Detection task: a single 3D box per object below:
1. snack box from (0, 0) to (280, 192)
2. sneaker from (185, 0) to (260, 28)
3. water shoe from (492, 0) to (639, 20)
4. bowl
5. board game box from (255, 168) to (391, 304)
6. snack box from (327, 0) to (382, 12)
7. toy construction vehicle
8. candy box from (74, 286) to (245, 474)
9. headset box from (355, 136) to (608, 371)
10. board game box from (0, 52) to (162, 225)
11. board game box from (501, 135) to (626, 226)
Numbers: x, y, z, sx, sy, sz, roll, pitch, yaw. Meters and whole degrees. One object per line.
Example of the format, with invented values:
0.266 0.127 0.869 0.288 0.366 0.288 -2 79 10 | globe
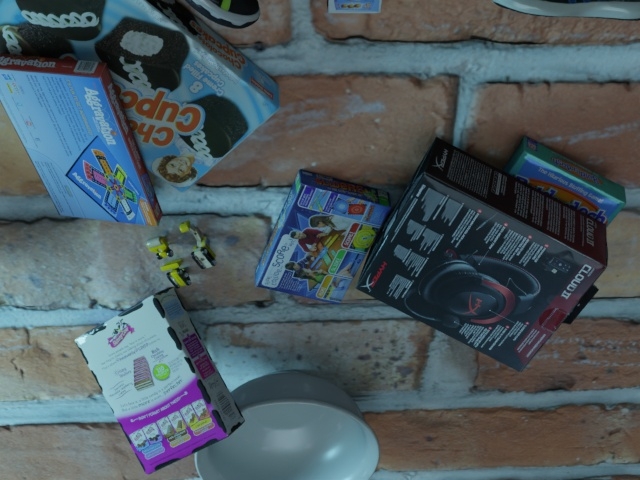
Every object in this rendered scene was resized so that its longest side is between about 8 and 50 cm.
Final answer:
-0.227 -0.208 1.110 0.187 0.060 0.322 -37 125 27 | snack box
-0.135 -0.327 0.999 0.097 0.084 0.234 -36 125 23 | sneaker
0.296 -0.303 1.081 0.203 0.073 0.080 0 110 -10 | water shoe
-0.055 0.309 1.531 0.297 0.134 0.298 -2 132 -2 | bowl
0.000 0.000 1.330 0.136 0.035 0.201 14 128 -17 | board game box
0.043 -0.340 1.044 0.064 0.022 0.178 -1 131 -5 | snack box
-0.197 0.018 1.335 0.085 0.035 0.098 -17 129 25 | toy construction vehicle
-0.240 0.209 1.388 0.159 0.071 0.233 -28 90 19 | candy box
0.229 0.030 1.256 0.293 0.110 0.218 27 126 -1 | headset box
-0.295 -0.116 1.144 0.145 0.027 0.281 8 146 11 | board game box
0.299 -0.022 1.303 0.160 0.047 0.210 26 125 -5 | board game box
